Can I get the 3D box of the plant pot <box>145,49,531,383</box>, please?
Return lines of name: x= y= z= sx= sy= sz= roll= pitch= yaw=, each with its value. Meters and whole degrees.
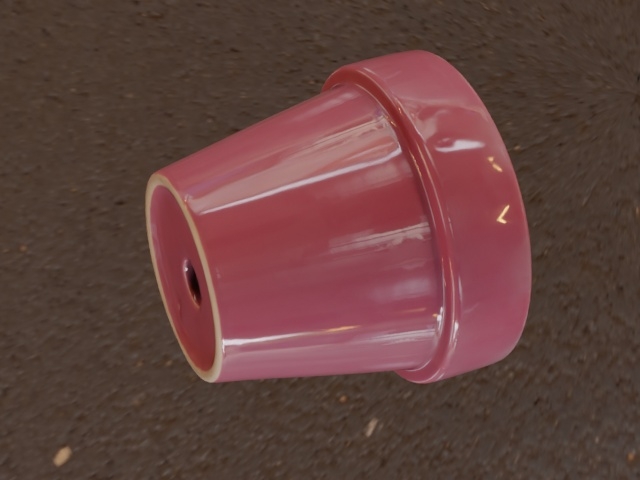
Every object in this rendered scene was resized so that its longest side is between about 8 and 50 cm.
plant pot: x=0.000 y=0.000 z=0.836 sx=0.180 sy=0.201 sz=0.201 roll=-14 pitch=93 yaw=-19
